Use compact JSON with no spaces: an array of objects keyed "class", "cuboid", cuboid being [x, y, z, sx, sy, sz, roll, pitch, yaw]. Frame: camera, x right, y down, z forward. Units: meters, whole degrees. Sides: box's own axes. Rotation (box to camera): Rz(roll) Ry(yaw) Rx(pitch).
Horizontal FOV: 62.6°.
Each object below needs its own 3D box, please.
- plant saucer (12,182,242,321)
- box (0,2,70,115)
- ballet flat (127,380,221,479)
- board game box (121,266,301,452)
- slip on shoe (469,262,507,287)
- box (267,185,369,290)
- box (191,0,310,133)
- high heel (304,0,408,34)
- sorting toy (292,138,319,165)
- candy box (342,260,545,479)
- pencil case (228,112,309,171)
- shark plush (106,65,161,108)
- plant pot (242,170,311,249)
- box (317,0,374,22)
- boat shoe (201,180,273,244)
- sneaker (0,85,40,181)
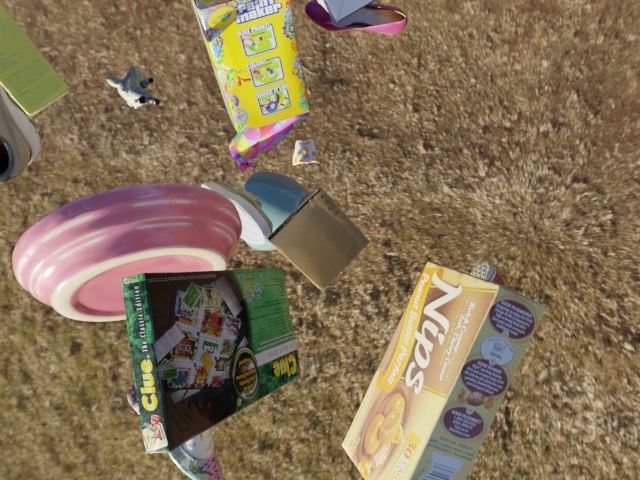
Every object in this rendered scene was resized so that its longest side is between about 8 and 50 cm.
[{"class":"plant saucer","cuboid":[-0.274,0.037,0.801,0.332,0.332,0.084,-29,67,20]},{"class":"box","cuboid":[-0.374,-0.246,0.567,0.058,0.087,0.232,-40,115,-14]},{"class":"ballet flat","cuboid":[-0.234,0.309,0.883,0.221,0.077,0.079,46,110,10]},{"class":"board game box","cuboid":[-0.088,0.095,0.515,0.030,0.260,0.136,-14,83,19]},{"class":"slip on shoe","cuboid":[0.420,0.222,1.525,0.101,0.123,0.331,36,92,-14]},{"class":"box","cuboid":[0.000,0.000,1.185,0.164,0.201,0.021,-45,36,-1]},{"class":"box","cuboid":[-0.166,-0.445,1.164,0.177,0.279,0.289,-19,46,-6]},{"class":"high heel","cuboid":[0.085,-0.538,1.255,0.244,0.117,0.082,15,98,-6]},{"class":"sorting toy","cuboid":[-0.047,-0.277,1.643,0.084,0.045,0.075,-6,89,-6]},{"class":"candy box","cuboid":[0.158,0.198,0.732,0.088,0.183,0.316,26,89,-19]},{"class":"pencil case","cuboid":[-0.139,-0.290,1.397,0.236,0.104,0.104,-41,76,24]},{"class":"shark plush","cuboid":[-0.350,-0.295,1.005,0.067,0.073,0.161,-45,37,-8]},{"class":"plant pot","cuboid":[-0.126,-0.102,1.876,0.196,0.290,0.289,4,92,32]},{"class":"box","cuboid":[0.010,-0.464,0.842,0.087,0.290,0.169,-27,117,9]},{"class":"boat shoe","cuboid":[-0.202,-0.090,1.351,0.302,0.094,0.109,36,142,40]},{"class":"sneaker","cuboid":[-0.514,-0.205,0.765,0.101,0.271,0.108,-17,41,5]}]
